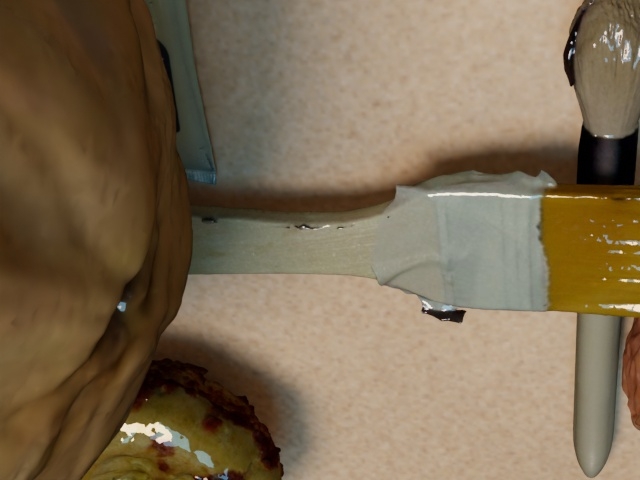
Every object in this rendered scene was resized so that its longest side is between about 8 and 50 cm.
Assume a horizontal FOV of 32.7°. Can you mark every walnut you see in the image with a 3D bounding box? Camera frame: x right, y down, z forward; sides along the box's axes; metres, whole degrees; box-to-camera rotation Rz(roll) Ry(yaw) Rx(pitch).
[{"bbox_3d":[-0.234,-0.013,0.420,0.381,0.381,0.381,6,125,8],"label":"walnut"}]

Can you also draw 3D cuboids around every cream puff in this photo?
[{"bbox_3d":[-0.089,0.127,0.631,0.149,0.084,0.149,4,123,5],"label":"cream puff"}]

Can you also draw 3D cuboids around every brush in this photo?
[{"bbox_3d":[0.000,0.000,0.542,0.337,0.020,0.085,2,128,19],"label":"brush"},{"bbox_3d":[0.135,0.015,0.534,0.039,0.042,0.299,12,129,23],"label":"brush"}]

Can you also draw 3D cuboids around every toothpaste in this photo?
[{"bbox_3d":[-0.081,-0.110,0.497,0.056,0.036,0.205,7,130,10],"label":"toothpaste"}]

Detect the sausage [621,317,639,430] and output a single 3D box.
[{"bbox_3d":[0.353,0.100,0.514,0.419,0.094,0.094,14,164,3],"label":"sausage"}]
